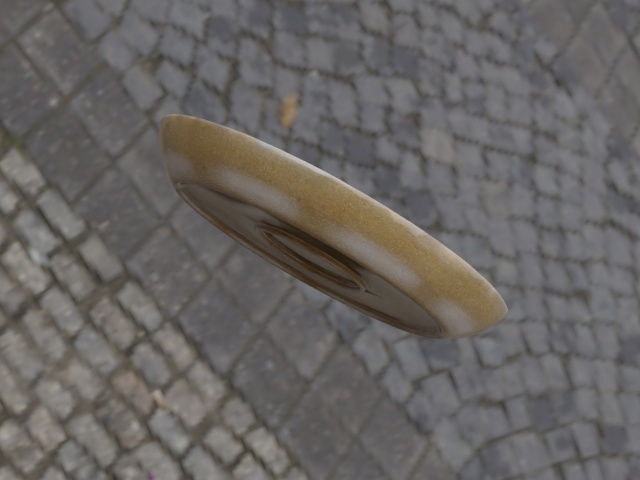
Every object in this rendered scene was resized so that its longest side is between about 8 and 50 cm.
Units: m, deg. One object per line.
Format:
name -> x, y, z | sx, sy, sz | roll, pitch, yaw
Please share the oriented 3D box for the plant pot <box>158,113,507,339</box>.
plant pot -> 0.000, 0.000, 1.052 | 0.236, 0.236, 0.032 | 35, 79, -27
